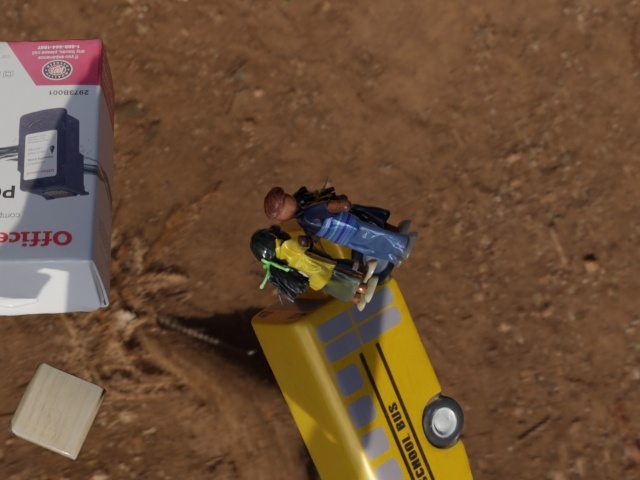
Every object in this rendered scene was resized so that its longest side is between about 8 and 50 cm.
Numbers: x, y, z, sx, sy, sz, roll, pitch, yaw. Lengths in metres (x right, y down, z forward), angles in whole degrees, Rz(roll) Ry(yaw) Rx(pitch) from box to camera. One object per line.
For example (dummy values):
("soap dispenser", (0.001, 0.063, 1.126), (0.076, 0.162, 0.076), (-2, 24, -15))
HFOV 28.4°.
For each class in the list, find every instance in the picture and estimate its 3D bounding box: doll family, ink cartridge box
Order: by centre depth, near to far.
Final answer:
("doll family", (0.000, 0.000, 0.966), (0.111, 0.193, 0.076), (24, 57, -6))
("ink cartridge box", (-0.280, -0.059, 1.150), (0.172, 0.100, 0.237), (-2, 62, -2))

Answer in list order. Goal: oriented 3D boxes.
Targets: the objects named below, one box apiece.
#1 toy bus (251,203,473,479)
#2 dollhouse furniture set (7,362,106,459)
("toy bus", (0.037, 0.135, 1.225), (0.130, 0.108, 0.332), (-30, 104, -27))
("dollhouse furniture set", (-0.082, 0.268, 0.668), (0.303, 0.174, 0.355), (22, 69, -4))
